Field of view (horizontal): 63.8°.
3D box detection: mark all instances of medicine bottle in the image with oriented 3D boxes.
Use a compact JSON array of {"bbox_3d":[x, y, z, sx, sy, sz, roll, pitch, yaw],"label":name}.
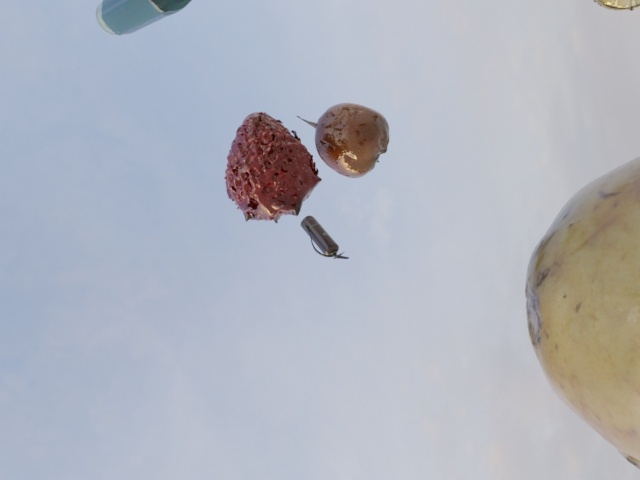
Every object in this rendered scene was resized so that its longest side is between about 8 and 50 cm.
[{"bbox_3d":[-0.299,-0.422,0.885,0.079,0.258,0.124,43,-117,-38],"label":"medicine bottle"}]

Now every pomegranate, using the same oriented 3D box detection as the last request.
[{"bbox_3d":[0.278,0.056,0.356,0.260,0.260,0.261,9,-103,-46],"label":"pomegranate"}]

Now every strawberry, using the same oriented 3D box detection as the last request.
[{"bbox_3d":[-0.097,-0.133,0.936,0.186,0.184,0.202,-29,-72,-47],"label":"strawberry"}]

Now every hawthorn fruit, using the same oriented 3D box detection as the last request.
[{"bbox_3d":[0.047,-0.202,1.020,0.188,0.149,0.149,12,-107,-11],"label":"hawthorn fruit"}]

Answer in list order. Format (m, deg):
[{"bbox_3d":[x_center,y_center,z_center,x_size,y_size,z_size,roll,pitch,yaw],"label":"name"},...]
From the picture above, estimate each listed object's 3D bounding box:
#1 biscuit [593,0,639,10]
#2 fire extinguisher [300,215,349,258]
[{"bbox_3d":[0.511,-0.458,0.843,0.152,0.152,0.020,62,-153,-20],"label":"biscuit"},{"bbox_3d":[0.000,0.000,1.315,0.078,0.045,0.157,-11,-132,-36],"label":"fire extinguisher"}]
